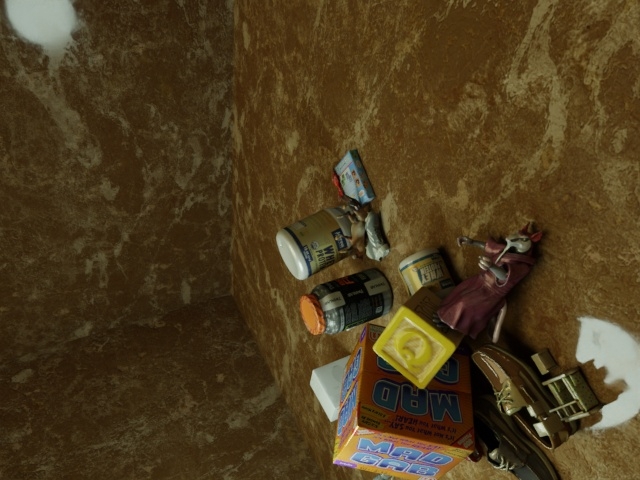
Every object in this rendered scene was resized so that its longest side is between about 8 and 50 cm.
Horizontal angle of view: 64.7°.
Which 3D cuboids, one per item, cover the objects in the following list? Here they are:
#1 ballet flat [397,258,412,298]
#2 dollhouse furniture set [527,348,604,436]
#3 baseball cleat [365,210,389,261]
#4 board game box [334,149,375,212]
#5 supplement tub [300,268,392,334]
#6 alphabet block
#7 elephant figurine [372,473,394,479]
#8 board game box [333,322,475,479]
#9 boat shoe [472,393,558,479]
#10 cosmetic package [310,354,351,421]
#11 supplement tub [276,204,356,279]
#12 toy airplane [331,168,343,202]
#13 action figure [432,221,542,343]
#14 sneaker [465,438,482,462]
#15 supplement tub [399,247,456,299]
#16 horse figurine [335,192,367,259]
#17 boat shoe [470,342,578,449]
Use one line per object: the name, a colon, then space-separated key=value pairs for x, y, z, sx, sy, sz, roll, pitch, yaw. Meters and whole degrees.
ballet flat: x=0.347 y=0.175 z=1.830 sx=0.073 sy=0.080 sz=0.232 roll=57 pitch=-166 yaw=-77
dollhouse furniture set: x=0.594 y=0.379 z=1.297 sx=0.182 sy=0.161 sz=0.101 roll=63 pitch=153 yaw=21
baseball cleat: x=0.227 y=-0.013 z=1.975 sx=0.109 sy=0.072 sz=0.206 roll=27 pitch=134 yaw=41
board game box: x=0.136 y=-0.237 z=2.047 sx=0.211 sy=0.039 sz=0.160 roll=70 pitch=156 yaw=11
supplement tub: x=0.102 y=0.252 z=2.048 sx=0.207 sy=0.338 sz=0.207 roll=41 pitch=139 yaw=49
alphabet block: x=0.308 y=0.286 z=1.522 sx=0.193 sy=0.197 sz=0.192 roll=36 pitch=116 yaw=17
elephant figurine: x=0.321 y=0.904 z=2.083 sx=0.169 sy=0.239 sz=0.186 roll=-25 pitch=82 yaw=65
board game box: x=0.267 y=0.549 z=1.694 sx=0.356 sy=0.356 sz=0.356 roll=106 pitch=176 yaw=-49
boat shoe: x=0.568 y=0.647 z=1.546 sx=0.355 sy=0.130 sz=0.132 roll=54 pitch=149 yaw=37
cosmetic package: x=0.102 y=0.714 z=2.451 sx=0.225 sy=0.224 sz=0.138 roll=54 pitch=148 yaw=39
supplement tub: x=0.000 y=0.000 z=2.104 sx=0.228 sy=0.316 sz=0.228 roll=54 pitch=161 yaw=28
toy airplane: x=0.076 y=-0.237 z=2.172 sx=0.151 sy=0.028 sz=0.151 roll=166 pitch=90 yaw=-85
action figure: x=0.479 y=0.117 z=1.362 sx=0.275 sy=0.248 sz=0.370 roll=33 pitch=119 yaw=-5
sneaker: x=0.478 y=0.687 z=1.815 sx=0.221 sy=0.087 sz=0.128 roll=69 pitch=153 yaw=15
supplement tub: x=0.361 y=0.139 z=1.668 sx=0.200 sy=0.144 sz=0.144 roll=67 pitch=154 yaw=15
horse figurine: x=0.131 y=-0.052 z=1.988 sx=0.066 sy=0.174 sz=0.263 roll=2 pitch=91 yaw=44
boat shoe: x=0.546 y=0.426 z=1.388 sx=0.324 sy=0.120 sz=0.122 roll=43 pitch=149 yaw=22
